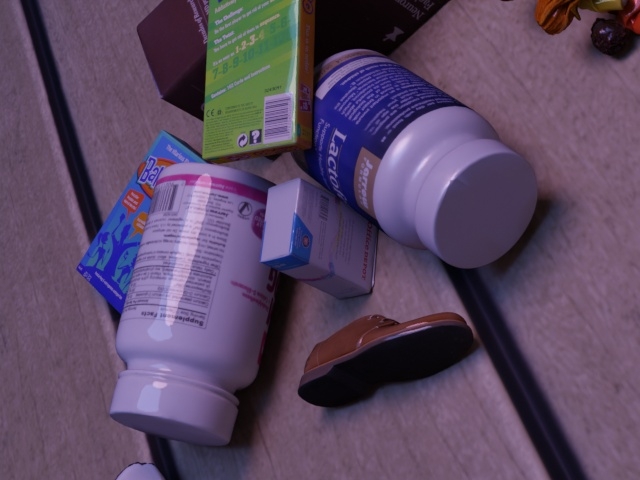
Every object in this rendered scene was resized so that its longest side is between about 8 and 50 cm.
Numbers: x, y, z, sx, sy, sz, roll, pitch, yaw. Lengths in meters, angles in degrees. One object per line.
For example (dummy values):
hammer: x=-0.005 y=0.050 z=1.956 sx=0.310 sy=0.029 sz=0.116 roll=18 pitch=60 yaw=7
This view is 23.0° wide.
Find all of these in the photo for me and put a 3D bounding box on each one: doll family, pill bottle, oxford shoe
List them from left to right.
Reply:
pill bottle: x=-0.133 y=0.072 z=1.722 sx=0.160 sy=0.160 sz=0.283 roll=-4 pitch=67 yaw=44
oxford shoe: x=0.063 y=0.102 z=1.579 sx=0.212 sy=0.076 sz=0.076 roll=-21 pitch=45 yaw=36
pill bottle: x=0.091 y=-0.083 z=1.585 sx=0.153 sy=0.153 sz=0.265 roll=-57 pitch=41 yaw=5
doll family: x=0.245 y=-0.291 z=1.567 sx=0.163 sy=0.118 sz=0.263 roll=-50 pitch=43 yaw=14

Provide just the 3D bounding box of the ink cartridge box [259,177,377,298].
ink cartridge box: x=0.000 y=0.000 z=1.656 sx=0.052 sy=0.122 sz=0.088 roll=-17 pitch=57 yaw=43

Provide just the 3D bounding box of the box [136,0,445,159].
box: x=-0.006 y=-0.284 z=1.763 sx=0.381 sy=0.191 sz=0.143 roll=-41 pitch=46 yaw=23

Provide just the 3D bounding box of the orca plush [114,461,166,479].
orca plush: x=-0.188 y=0.390 z=1.691 sx=0.151 sy=0.102 sz=0.287 roll=-13 pitch=60 yaw=-13

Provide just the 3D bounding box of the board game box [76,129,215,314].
board game box: x=-0.197 y=-0.013 z=1.917 sx=0.160 sy=0.047 sz=0.210 roll=36 pitch=95 yaw=49

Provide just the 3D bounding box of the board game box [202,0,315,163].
board game box: x=-0.063 y=-0.215 z=1.637 sx=0.124 sy=0.039 sz=0.259 roll=-7 pitch=77 yaw=35
